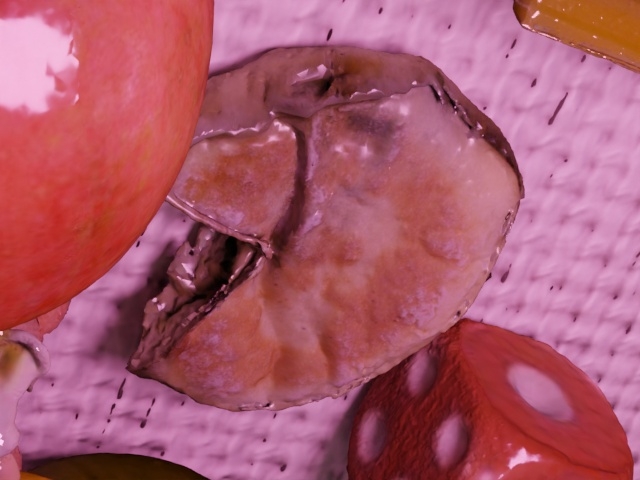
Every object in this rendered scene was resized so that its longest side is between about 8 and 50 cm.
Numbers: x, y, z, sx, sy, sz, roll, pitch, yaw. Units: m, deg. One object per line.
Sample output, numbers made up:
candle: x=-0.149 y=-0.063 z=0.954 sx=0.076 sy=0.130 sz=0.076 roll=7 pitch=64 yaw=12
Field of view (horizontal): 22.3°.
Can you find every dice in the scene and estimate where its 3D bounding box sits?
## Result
dice: x=0.137 y=0.187 z=1.349 sx=0.175 sy=0.174 sz=0.179 roll=21 pitch=120 yaw=-34

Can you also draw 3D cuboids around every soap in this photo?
soap: x=0.225 y=-0.171 z=1.121 sx=0.233 sy=0.135 sz=0.076 roll=18 pitch=121 yaw=-27

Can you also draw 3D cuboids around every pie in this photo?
pie: x=0.000 y=0.000 z=1.233 sx=0.338 sy=0.075 sz=0.337 roll=-11 pitch=129 yaw=-14

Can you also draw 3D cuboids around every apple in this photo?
apple: x=-0.236 y=-0.120 z=0.892 sx=0.364 sy=0.364 sz=0.364 roll=-8 pitch=129 yaw=-10

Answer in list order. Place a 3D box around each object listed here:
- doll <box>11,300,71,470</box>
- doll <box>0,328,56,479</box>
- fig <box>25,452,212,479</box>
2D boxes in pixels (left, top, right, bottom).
doll: x=-0.315 y=0.124 z=1.170 sx=0.201 sy=0.156 sz=0.303 roll=13 pitch=110 yaw=-30
doll: x=-0.269 y=0.218 z=1.055 sx=0.423 sy=0.161 sz=0.348 roll=-20 pitch=111 yaw=11
fig: x=-0.171 y=0.332 z=1.304 sx=0.316 sy=0.316 sz=0.316 roll=-8 pitch=129 yaw=-10
